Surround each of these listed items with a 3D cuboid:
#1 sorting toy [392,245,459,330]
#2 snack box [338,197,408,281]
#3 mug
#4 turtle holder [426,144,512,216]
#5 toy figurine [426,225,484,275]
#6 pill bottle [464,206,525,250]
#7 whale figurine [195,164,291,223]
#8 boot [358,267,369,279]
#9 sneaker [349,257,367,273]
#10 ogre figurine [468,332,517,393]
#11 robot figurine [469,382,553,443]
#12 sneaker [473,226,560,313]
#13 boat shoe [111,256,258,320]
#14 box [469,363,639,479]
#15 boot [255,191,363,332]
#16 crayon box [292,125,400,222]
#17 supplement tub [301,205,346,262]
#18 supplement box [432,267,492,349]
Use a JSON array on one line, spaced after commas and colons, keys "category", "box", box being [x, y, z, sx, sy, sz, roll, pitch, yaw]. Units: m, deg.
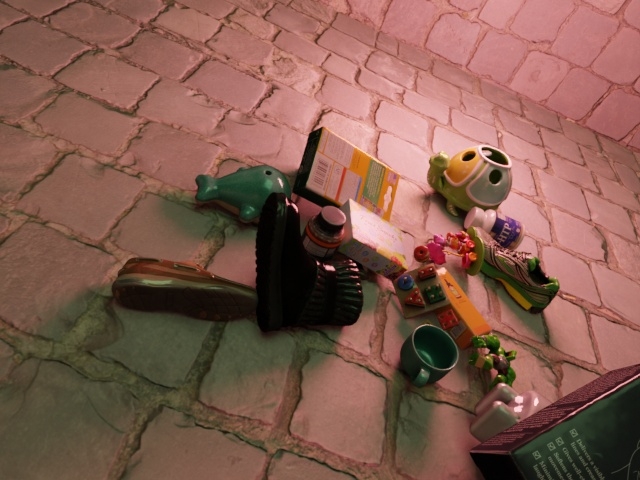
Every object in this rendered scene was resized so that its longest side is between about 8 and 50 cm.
[{"category": "sorting toy", "box": [0.282, 0.142, 1.397, 0.132, 0.046, 0.275, -19, 59, 3]}, {"category": "snack box", "box": [0.145, -0.003, 1.433, 0.207, 0.070, 0.174, 31, 35, -25]}, {"category": "mug", "box": [0.257, 0.296, 1.253, 0.157, 0.097, 0.129, -12, 56, -34]}, {"category": "turtle holder", "box": [0.548, -0.241, 1.829, 0.320, 0.227, 0.243, 31, 43, 3]}, {"category": "toy figurine", "box": [0.416, 0.021, 1.589, 0.159, 0.130, 0.173, 8, 58, -8]}, {"category": "pill bottle", "box": [0.609, -0.045, 1.755, 0.186, 0.112, 0.112, 23, 42, -5]}, {"category": "whale figurine", "box": [-0.213, -0.148, 1.411, 0.272, 0.141, 0.216, 8, 46, -20]}, {"category": "boot", "box": [0.071, 0.117, 1.376, 0.106, 0.037, 0.114, 18, 38, 9]}, {"category": "sneaker", "box": [0.119, 0.032, 1.468, 0.075, 0.057, 0.161, -5, 49, -24]}, {"category": "ogre figurine", "box": [0.467, 0.331, 1.323, 0.197, 0.097, 0.118, 49, 37, 14]}, {"category": "robot figurine", "box": [0.516, 0.485, 1.126, 0.353, 0.200, 0.300, 37, 35, 11]}, {"category": "sneaker", "box": [0.629, 0.069, 1.630, 0.343, 0.146, 0.134, 43, 45, 18]}, {"category": "boat shoe", "box": [-0.299, 0.098, 1.147, 0.324, 0.123, 0.116, 13, 42, -18]}, {"category": "box", "box": [0.543, 0.439, 0.923, 0.395, 0.212, 0.294, -22, 71, -12]}, {"category": "boot", "box": [-0.020, 0.053, 1.211, 0.260, 0.348, 0.131, -3, 17, -25]}, {"category": "crayon box", "box": [0.086, -0.178, 1.531, 0.323, 0.083, 0.203, 25, 71, -30]}, {"category": "supplement tub", "box": [0.000, 0.000, 1.335, 0.106, 0.198, 0.106, 15, 43, -14]}, {"category": "supplement box", "box": [0.380, 0.192, 1.434, 0.078, 0.080, 0.233, -9, 55, -34]}]
